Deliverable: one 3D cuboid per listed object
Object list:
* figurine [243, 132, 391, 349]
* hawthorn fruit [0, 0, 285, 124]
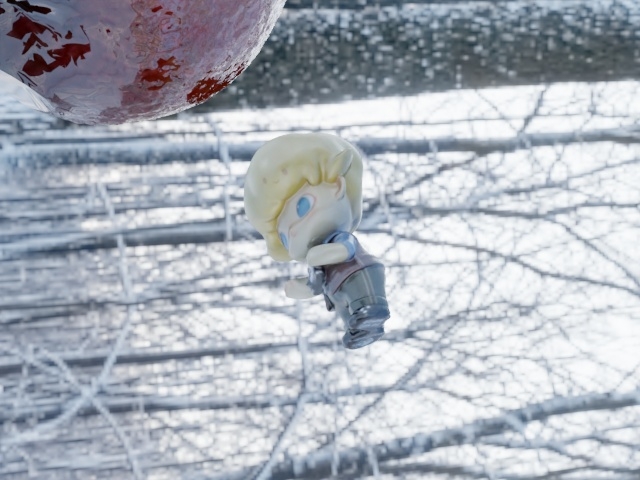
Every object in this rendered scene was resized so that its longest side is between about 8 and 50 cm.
[{"bbox_3d":[0.000,0.000,0.933,0.114,0.108,0.196,92,-18,-60],"label":"figurine"},{"bbox_3d":[-0.096,-0.189,0.654,0.210,0.266,0.230,41,-41,47],"label":"hawthorn fruit"}]
